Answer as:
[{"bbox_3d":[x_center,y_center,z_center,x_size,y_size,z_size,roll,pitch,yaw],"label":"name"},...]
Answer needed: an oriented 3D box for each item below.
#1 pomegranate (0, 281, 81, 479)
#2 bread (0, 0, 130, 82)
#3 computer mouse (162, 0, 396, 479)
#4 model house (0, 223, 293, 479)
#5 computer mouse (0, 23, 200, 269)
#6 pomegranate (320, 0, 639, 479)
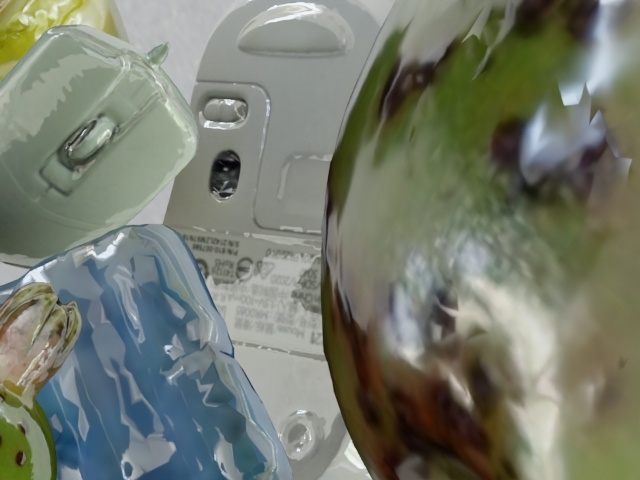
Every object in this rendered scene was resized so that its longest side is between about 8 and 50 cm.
[{"bbox_3d":[-0.097,0.053,0.454,0.084,0.073,0.073,-38,71,28],"label":"pomegranate"},{"bbox_3d":[-0.252,-0.126,0.888,0.333,0.333,0.160,30,64,13],"label":"bread"},{"bbox_3d":[0.000,0.000,0.934,0.184,0.121,0.297,2,84,35],"label":"computer mouse"},{"bbox_3d":[-0.165,0.190,0.595,0.445,0.400,0.395,4,54,-40],"label":"model house"},{"bbox_3d":[-0.117,-0.032,0.759,0.089,0.181,0.056,35,48,-19],"label":"computer mouse"},{"bbox_3d":[0.149,-0.012,0.398,0.306,0.242,0.242,-29,73,0],"label":"pomegranate"}]
